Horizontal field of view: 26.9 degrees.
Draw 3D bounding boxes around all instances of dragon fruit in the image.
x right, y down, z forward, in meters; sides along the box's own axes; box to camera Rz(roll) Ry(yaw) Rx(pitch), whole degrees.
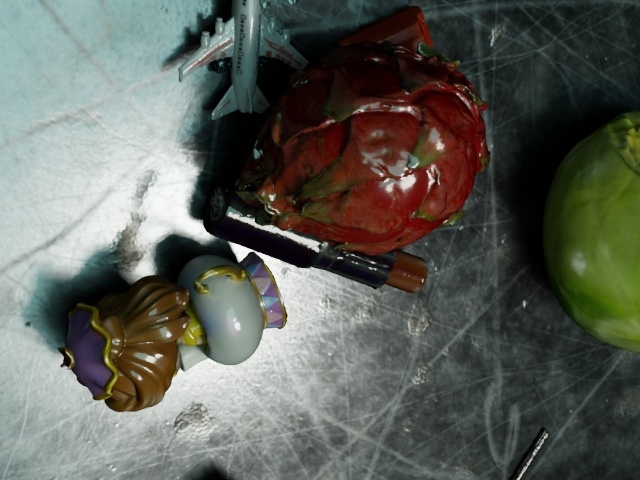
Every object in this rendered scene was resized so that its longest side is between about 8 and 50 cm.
[{"bbox_3d":[0.049,-0.100,1.517,0.299,0.244,0.244,-24,113,6],"label":"dragon fruit"}]

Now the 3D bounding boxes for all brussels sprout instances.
[{"bbox_3d":[0.445,-0.006,1.720,0.344,0.268,0.344,-5,100,-28],"label":"brussels sprout"}]

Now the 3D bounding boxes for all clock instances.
[{"bbox_3d":[0.101,-0.194,1.641,0.113,0.061,0.155,-28,114,-13],"label":"clock"}]

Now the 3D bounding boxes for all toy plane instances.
[{"bbox_3d":[-0.088,-0.225,1.548,0.162,0.065,0.171,-5,103,-22],"label":"toy plane"}]

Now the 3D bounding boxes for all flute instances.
[{"bbox_3d":[0.246,0.378,1.872,0.014,0.014,0.269,34,89,-26],"label":"flute"}]

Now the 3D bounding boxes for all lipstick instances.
[{"bbox_3d":[0.000,0.000,1.633,0.300,0.081,0.081,19,95,-24],"label":"lipstick"}]

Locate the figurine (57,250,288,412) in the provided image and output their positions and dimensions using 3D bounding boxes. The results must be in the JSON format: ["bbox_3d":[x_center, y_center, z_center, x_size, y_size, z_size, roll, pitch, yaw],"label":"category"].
[{"bbox_3d":[-0.177,0.103,1.547,0.263,0.142,0.189,-21,145,-20],"label":"figurine"}]
